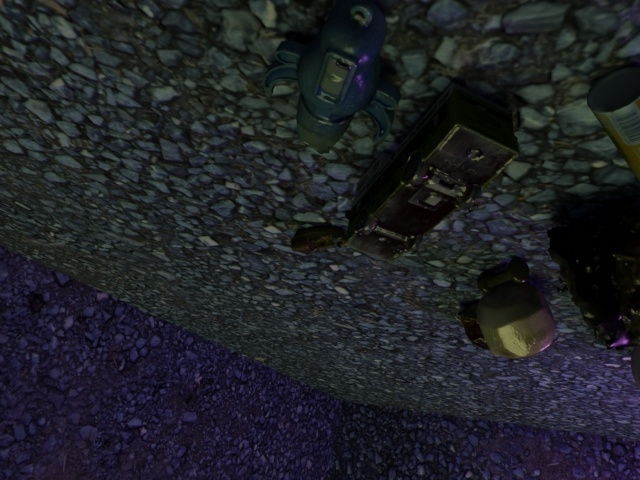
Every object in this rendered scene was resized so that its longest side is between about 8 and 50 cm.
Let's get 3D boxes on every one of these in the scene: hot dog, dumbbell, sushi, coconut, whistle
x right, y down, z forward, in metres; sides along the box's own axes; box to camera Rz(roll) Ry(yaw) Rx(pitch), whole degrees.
[{"bbox_3d":[0.459,0.238,1.285,0.163,0.081,0.270,0,153,31],"label":"hot dog"},{"bbox_3d":[0.380,0.076,1.016,0.046,0.052,0.118,31,153,-8],"label":"dumbbell"},{"bbox_3d":[0.488,0.044,0.727,0.219,0.225,0.239,-32,173,40],"label":"sushi"},{"bbox_3d":[0.432,0.182,1.069,0.161,0.161,0.162,-10,114,40],"label":"coconut"},{"bbox_3d":[0.018,-0.191,0.608,0.180,0.093,0.269,23,161,-5],"label":"whistle"}]

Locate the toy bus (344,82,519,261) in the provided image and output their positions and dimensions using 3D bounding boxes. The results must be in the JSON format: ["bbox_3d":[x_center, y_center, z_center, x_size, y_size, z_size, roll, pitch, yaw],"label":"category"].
[{"bbox_3d":[0.144,-0.088,0.701,0.113,0.139,0.301,20,146,-15],"label":"toy bus"}]

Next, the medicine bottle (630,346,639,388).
[{"bbox_3d":[0.877,0.338,1.131,0.212,0.212,0.325,-11,145,42],"label":"medicine bottle"}]

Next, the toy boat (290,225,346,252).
[{"bbox_3d":[0.000,0.000,1.050,0.149,0.048,0.047,-5,149,33],"label":"toy boat"}]

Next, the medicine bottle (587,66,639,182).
[{"bbox_3d":[0.399,-0.115,0.585,0.218,0.073,0.074,33,149,-33],"label":"medicine bottle"}]
